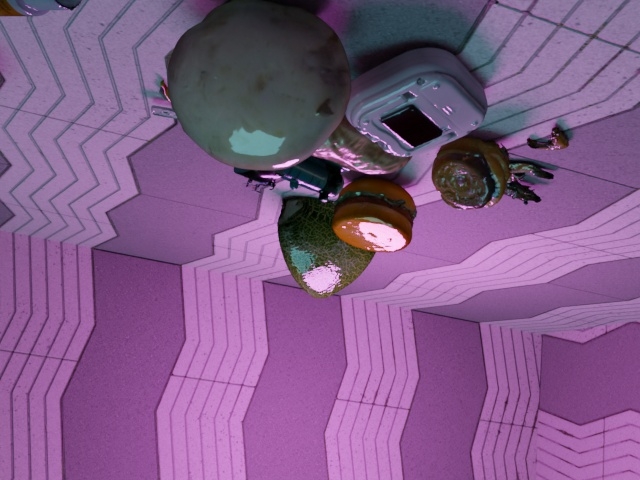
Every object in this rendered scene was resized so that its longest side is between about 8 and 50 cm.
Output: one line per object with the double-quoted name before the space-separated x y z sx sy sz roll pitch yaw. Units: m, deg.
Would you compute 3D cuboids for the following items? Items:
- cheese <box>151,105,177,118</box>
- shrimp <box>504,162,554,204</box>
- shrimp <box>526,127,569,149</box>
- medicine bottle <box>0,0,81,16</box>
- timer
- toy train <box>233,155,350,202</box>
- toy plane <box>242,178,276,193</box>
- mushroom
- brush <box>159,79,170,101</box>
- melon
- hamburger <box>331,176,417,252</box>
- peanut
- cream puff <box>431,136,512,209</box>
"cheese" -0.265 -0.280 1.737 0.252 0.054 0.127 9 162 -6
"shrimp" 0.510 -0.147 1.888 0.217 0.051 0.150 22 152 -34
"shrimp" 0.500 -0.222 1.650 0.091 0.025 0.127 4 167 18
"medicine bottle" -0.526 -0.419 1.135 0.318 0.158 0.158 3 165 12
"timer" 0.187 -0.257 1.456 0.237 0.087 0.262 -23 150 29
"toy train" -0.056 -0.197 1.678 0.120 0.194 0.298 -10 158 44
"toy plane" -0.163 -0.175 2.095 0.078 0.053 0.197 19 162 -12
"mushroom" -0.101 -0.271 1.347 0.315 0.314 0.336 6 -174 5
"brush" -0.344 -0.330 1.648 0.021 0.018 0.083 15 168 6
"melon" 0.000 0.000 2.390 0.331 0.226 0.343 -41 147 14
"hamburger" 0.151 -0.082 2.054 0.246 0.169 0.246 12 154 6
"peanut" 0.071 -0.228 1.617 0.325 0.140 0.153 14 144 -34
"cream puff" 0.352 -0.162 1.729 0.189 0.129 0.189 22 136 23
